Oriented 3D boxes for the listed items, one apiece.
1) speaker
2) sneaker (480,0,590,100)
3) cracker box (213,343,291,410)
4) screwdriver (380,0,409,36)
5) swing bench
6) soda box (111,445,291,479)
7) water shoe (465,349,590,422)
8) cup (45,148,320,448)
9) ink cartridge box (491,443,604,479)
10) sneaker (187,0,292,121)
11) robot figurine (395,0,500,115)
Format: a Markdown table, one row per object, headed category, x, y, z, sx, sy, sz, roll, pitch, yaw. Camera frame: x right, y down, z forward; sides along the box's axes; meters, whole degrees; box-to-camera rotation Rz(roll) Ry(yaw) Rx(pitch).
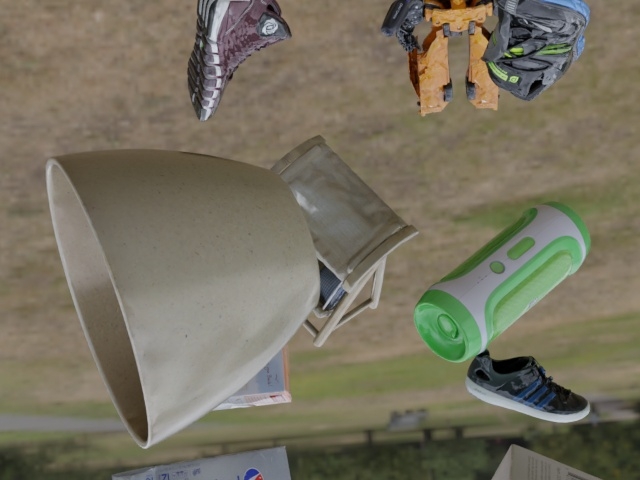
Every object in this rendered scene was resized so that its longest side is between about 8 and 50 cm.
| category | x | y | z | sx | sy | sz | roll | pitch | yaw |
| --- | --- | --- | --- | --- | --- | --- | --- | --- | --- |
| speaker | 0.277 | 0.059 | 1.930 | 0.296 | 0.131 | 0.131 | -36 | -172 | -30 |
| sneaker | 0.162 | -0.152 | 0.981 | 0.067 | 0.078 | 0.188 | 33 | 178 | 17 |
| cracker box | -0.163 | 0.166 | 1.862 | 0.232 | 0.156 | 0.067 | -7 | 158 | 6 |
| screwdriver | 0.119 | -0.321 | 1.606 | 0.025 | 0.170 | 0.024 | 16 | 153 | 32 |
| swing bench | 0.000 | 0.000 | 2.256 | 0.165 | 0.253 | 0.255 | -32 | 158 | -35 |
| soda box | -0.162 | 0.361 | 1.831 | 0.091 | 0.098 | 0.286 | -17 | 169 | 35 |
| water shoe | 0.328 | 0.223 | 1.974 | 0.203 | 0.080 | 0.073 | 13 | -160 | -7 |
| cup | -0.141 | 0.034 | 1.421 | 0.236 | 0.331 | 0.331 | -19 | 175 | -19 |
| ink cartridge box | 0.349 | 0.416 | 1.595 | 0.306 | 0.131 | 0.226 | 23 | -150 | -2 |
| sneaker | -0.131 | -0.315 | 2.165 | 0.162 | 0.106 | 0.281 | -8 | 144 | -20 |
| robot figurine | 0.233 | -0.336 | 2.192 | 0.211 | 0.085 | 0.291 | -5 | 142 | 2 |
